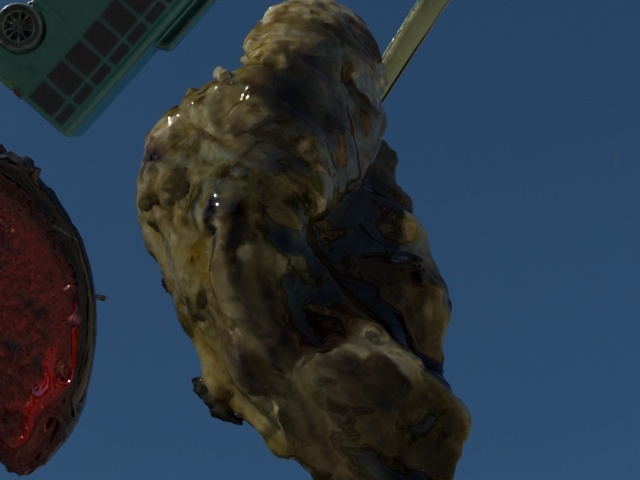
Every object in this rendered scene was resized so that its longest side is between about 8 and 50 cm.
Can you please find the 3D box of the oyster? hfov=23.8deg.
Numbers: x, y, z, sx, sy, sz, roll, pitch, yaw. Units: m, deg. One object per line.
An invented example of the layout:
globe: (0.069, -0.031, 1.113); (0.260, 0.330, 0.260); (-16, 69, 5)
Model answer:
oyster: (0.006, -0.003, 0.751); (0.166, 0.294, 0.094); (-10, -29, -32)

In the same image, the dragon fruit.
dragon fruit: (-0.343, 0.043, 1.525); (0.343, 0.100, 0.282); (36, -80, 8)

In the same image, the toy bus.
toy bus: (-0.129, -0.147, 0.950); (0.092, 0.079, 0.160); (41, -85, -5)

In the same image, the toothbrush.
toothbrush: (0.082, -0.175, 1.143); (0.026, 0.028, 0.294); (33, -85, 2)
